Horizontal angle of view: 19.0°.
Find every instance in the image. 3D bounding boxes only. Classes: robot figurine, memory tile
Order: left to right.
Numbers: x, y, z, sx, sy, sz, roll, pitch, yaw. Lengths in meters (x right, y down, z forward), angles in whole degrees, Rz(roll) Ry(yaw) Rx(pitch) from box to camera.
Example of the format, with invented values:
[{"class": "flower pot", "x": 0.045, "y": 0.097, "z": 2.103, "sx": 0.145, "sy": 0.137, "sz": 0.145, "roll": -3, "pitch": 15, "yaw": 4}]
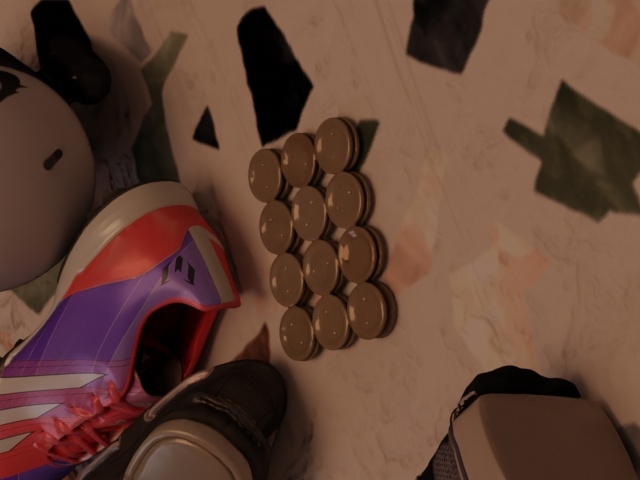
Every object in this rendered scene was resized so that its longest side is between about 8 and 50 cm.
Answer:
[{"class": "robot figurine", "x": -0.268, "y": -0.063, "z": 1.418, "sx": 0.278, "sy": 0.174, "sz": 0.209, "roll": 36, "pitch": 112, "yaw": 65}, {"class": "memory tile", "x": 0.000, "y": 0.000, "z": 1.250, "sx": 0.113, "sy": 0.012, "sz": 0.148, "roll": -23, "pitch": 74, "yaw": 49}]

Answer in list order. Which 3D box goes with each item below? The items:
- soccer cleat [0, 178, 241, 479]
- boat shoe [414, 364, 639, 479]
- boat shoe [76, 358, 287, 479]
[{"class": "soccer cleat", "x": -0.160, "y": 0.101, "z": 1.385, "sx": 0.116, "sy": 0.109, "sz": 0.318, "roll": 54, "pitch": 129, "yaw": 28}, {"class": "boat shoe", "x": 0.130, "y": 0.247, "z": 1.021, "sx": 0.158, "sy": 0.127, "sz": 0.340, "roll": -58, "pitch": 36, "yaw": 42}, {"class": "boat shoe", "x": -0.119, "y": 0.192, "z": 1.366, "sx": 0.112, "sy": 0.095, "sz": 0.335, "roll": 41, "pitch": 136, "yaw": -3}]
